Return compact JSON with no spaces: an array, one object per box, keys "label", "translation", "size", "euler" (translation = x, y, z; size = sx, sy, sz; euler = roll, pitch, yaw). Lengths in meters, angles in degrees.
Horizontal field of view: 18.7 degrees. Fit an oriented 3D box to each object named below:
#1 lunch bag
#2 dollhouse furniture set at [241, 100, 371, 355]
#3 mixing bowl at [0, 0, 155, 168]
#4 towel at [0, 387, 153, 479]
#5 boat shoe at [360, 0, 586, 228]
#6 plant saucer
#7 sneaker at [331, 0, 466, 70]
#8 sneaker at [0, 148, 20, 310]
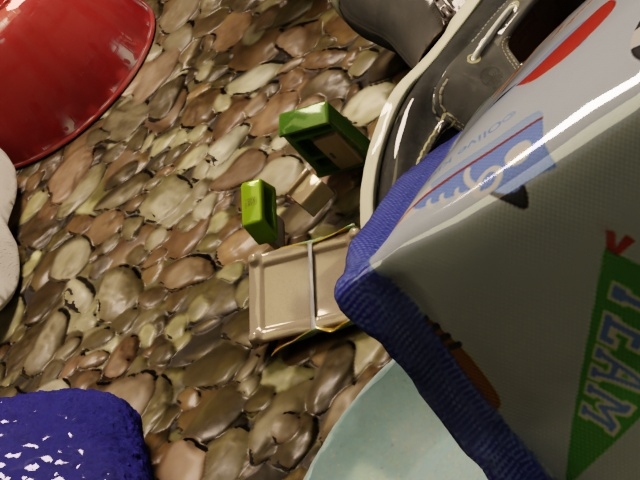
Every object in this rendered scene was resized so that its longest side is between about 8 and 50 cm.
[{"label":"lunch bag","translation":[0.215,-0.036,0.743],"size":[0.328,0.239,0.385],"euler":[-33,8,14]},{"label":"dollhouse furniture set","translation":[0.000,0.000,1.126],"size":[0.076,0.058,0.152],"euler":[-15,59,23]},{"label":"mixing bowl","translation":[-0.226,-0.151,1.470],"size":[0.181,0.098,0.181],"euler":[-28,34,21]},{"label":"towel","translation":[-0.189,0.204,0.991],"size":[0.227,0.076,0.308],"euler":[-8,35,-4]},{"label":"boat shoe","translation":[0.092,-0.067,1.055],"size":[0.079,0.084,0.233],"euler":[-4,45,44]},{"label":"plant saucer","translation":[0.054,0.125,0.883],"size":[0.195,0.037,0.195],"euler":[-41,30,30]},{"label":"sneaker","translation":[0.121,-0.184,1.186],"size":[0.222,0.083,0.118],"euler":[-42,44,1]},{"label":"sneaker","translation":[-0.262,0.013,1.348],"size":[0.094,0.080,0.212],"euler":[-41,24,21]}]
